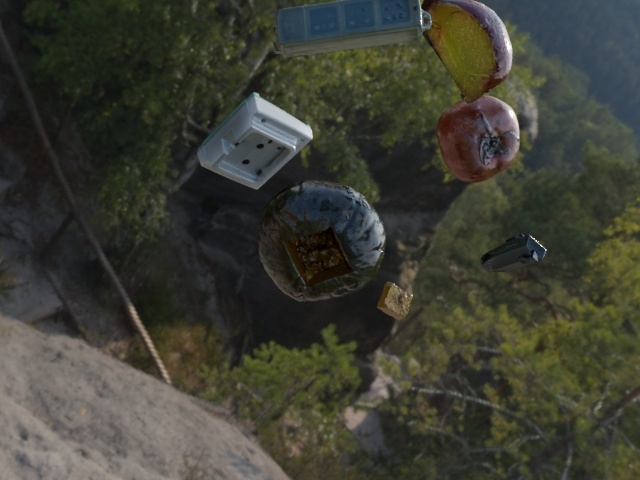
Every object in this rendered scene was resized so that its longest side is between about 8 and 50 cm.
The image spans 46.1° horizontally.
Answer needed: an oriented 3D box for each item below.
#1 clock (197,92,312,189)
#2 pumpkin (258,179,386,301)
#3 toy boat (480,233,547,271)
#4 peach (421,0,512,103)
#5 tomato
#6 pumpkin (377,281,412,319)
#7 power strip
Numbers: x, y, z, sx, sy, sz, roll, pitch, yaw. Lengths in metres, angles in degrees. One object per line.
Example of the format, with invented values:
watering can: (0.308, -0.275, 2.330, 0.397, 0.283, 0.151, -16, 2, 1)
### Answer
clock: (-0.185, -0.262, 2.148, 0.231, 0.262, 0.116, 26, 38, -39)
pumpkin: (0.000, 0.000, 1.815, 0.320, 0.320, 0.192, 34, 21, -12)
toy boat: (0.361, 0.029, 1.442, 0.055, 0.141, 0.060, 37, 54, -21)
peach: (0.358, -0.486, 1.793, 0.267, 0.159, 0.154, 55, 37, 1)
tomato: (0.415, -0.276, 1.993, 0.232, 0.232, 0.188, 21, 10, -31)
pumpkin: (0.191, 0.159, 1.963, 0.083, 0.054, 0.074, 31, 68, -19)
power strip: (0.050, -0.364, 1.267, 0.052, 0.272, 0.078, 63, 22, -71)
